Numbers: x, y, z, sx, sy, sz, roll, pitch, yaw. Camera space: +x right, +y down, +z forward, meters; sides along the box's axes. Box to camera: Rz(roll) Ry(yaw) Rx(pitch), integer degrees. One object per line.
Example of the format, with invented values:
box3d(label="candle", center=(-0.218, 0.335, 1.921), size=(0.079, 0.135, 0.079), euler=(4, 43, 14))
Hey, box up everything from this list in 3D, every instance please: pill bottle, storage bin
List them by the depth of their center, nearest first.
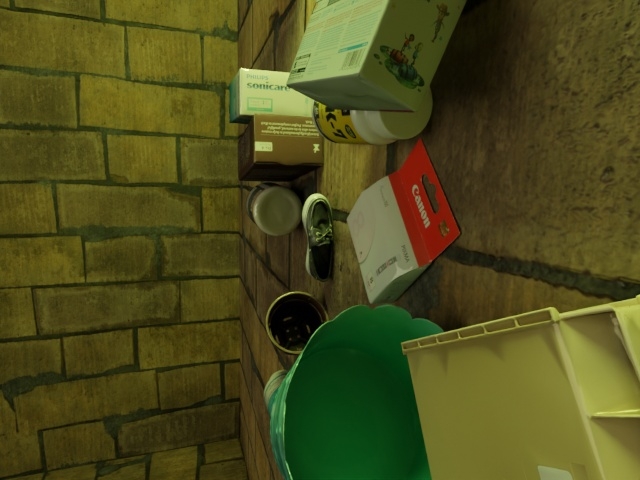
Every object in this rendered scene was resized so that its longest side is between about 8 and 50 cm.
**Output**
box3d(label="storage bin", center=(0.203, 0.195, 0.336), size=(0.260, 0.123, 0.262), euler=(131, 134, -63))
box3d(label="pill bottle", center=(0.078, -0.219, 0.664), size=(0.208, 0.119, 0.119), euler=(27, 117, 61))
box3d(label="pill bottle", center=(-0.087, 0.486, 1.197), size=(0.264, 0.146, 0.146), euler=(-157, 67, -71))
box3d(label="pill bottle", center=(-0.170, -0.117, 1.376), size=(0.278, 0.162, 0.162), euler=(-146, 56, -69))

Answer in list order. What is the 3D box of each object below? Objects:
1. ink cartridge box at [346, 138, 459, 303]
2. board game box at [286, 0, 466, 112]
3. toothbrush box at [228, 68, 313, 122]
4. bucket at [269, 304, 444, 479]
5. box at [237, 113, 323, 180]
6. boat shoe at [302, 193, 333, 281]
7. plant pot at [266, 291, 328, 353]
box3d(label="ink cartridge box", center=(0.121, -0.024, 0.674), size=(0.232, 0.066, 0.189), euler=(109, 153, -56))
box3d(label="board game box", center=(0.085, -0.322, 0.494), size=(0.224, 0.098, 0.303), euler=(35, 106, 58))
box3d(label="toothbrush box", center=(-0.157, -0.425, 1.221), size=(0.295, 0.217, 0.126), euler=(-152, 61, -68))
box3d(label="bucket", center=(0.065, 0.243, 0.537), size=(0.183, 0.281, 0.281), euler=(120, 144, -60))
box3d(label="box", center=(-0.139, -0.267, 1.221), size=(0.381, 0.191, 0.143), euler=(-171, 79, -71))
box3d(label="boat shoe", center=(0.000, 0.000, 1.006), size=(0.076, 0.080, 0.228), euler=(-139, 48, -58))
box3d(label="plant pot", center=(-0.071, 0.247, 1.131), size=(0.165, 0.167, 0.166), euler=(107, 155, -65))
